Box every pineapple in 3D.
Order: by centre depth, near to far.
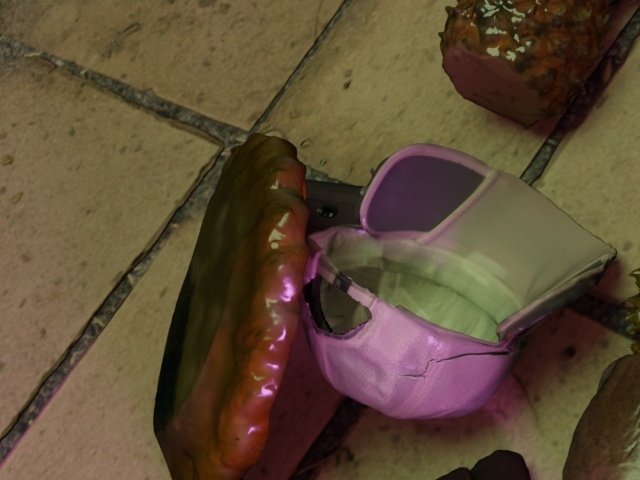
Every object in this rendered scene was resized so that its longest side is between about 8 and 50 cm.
[{"bbox_3d":[0.220,-0.261,1.779,0.170,0.141,0.310,29,69,5],"label":"pineapple"}]

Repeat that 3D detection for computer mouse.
[{"bbox_3d":[0.001,0.001,1.790,0.232,0.057,0.120,7,69,38],"label":"computer mouse"}]

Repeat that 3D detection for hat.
[{"bbox_3d":[0.113,0.042,1.634,0.275,0.161,0.232,-31,52,-23],"label":"hat"}]

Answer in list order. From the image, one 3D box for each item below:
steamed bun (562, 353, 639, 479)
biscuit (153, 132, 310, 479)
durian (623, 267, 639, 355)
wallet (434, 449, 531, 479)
[{"bbox_3d":[0.241,0.156,1.442,0.106,0.175,0.144,15,70,10],"label":"steamed bun"},{"bbox_3d":[-0.074,0.054,1.682,0.335,0.078,0.329,-91,19,-46],"label":"biscuit"},{"bbox_3d":[0.287,0.052,1.552,0.224,0.078,0.140,-49,46,-9],"label":"durian"},{"bbox_3d":[0.108,0.284,1.521,0.182,0.049,0.229,-30,45,16],"label":"wallet"}]
